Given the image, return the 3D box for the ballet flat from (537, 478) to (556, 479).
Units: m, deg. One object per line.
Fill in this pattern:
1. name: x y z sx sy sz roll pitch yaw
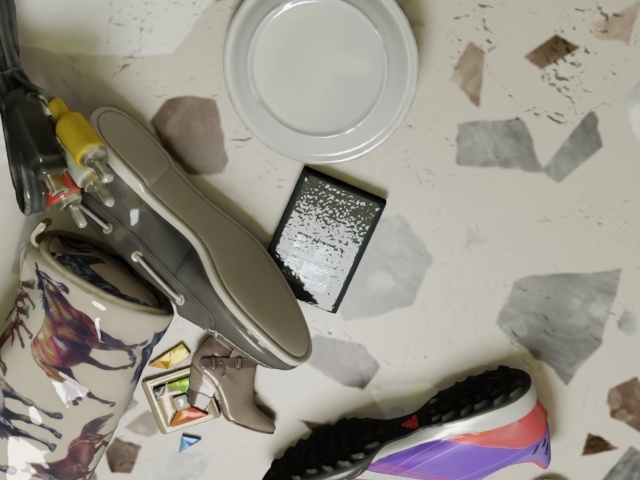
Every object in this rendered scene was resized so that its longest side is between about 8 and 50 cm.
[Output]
1. ballet flat: 0.212 0.377 1.590 0.091 0.077 0.241 26 107 -5

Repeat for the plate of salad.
1. plate of salad: 0.001 -0.175 1.433 0.200 0.048 0.199 3 104 12

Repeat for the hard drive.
1. hard drive: 0.000 0.000 1.503 0.094 0.022 0.135 23 108 -4

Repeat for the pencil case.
1. pencil case: -0.306 0.178 1.507 0.184 0.160 0.410 24 109 -17

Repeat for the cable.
1. cable: -0.288 -0.143 1.423 0.139 0.072 0.287 -47 63 50

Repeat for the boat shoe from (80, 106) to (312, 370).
1. boat shoe: -0.143 0.012 1.470 0.335 0.112 0.095 49 122 -2

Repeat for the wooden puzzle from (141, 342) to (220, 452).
1. wooden puzzle: -0.154 0.175 1.574 0.079 0.014 0.116 -23 106 10

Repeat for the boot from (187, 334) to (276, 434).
1. boot: -0.087 0.152 1.552 0.118 0.042 0.087 23 96 -18

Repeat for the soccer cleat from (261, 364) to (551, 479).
1. soccer cleat: 0.092 0.241 1.539 0.318 0.108 0.116 -21 110 7
